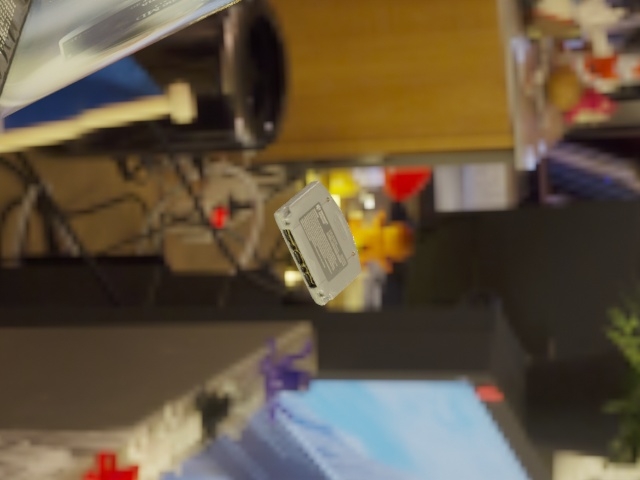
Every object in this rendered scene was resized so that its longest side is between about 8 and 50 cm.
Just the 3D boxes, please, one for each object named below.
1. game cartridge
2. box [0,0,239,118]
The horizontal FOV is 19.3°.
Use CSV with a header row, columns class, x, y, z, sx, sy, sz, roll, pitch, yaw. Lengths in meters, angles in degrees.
class,x,y,z,sx,sy,sz,roll,pitch,yaw
game cartridge,0.000,0.000,1.432,0.056,0.017,0.083,-39,113,-36
box,-0.142,-0.262,1.399,0.183,0.296,0.294,60,-19,4
